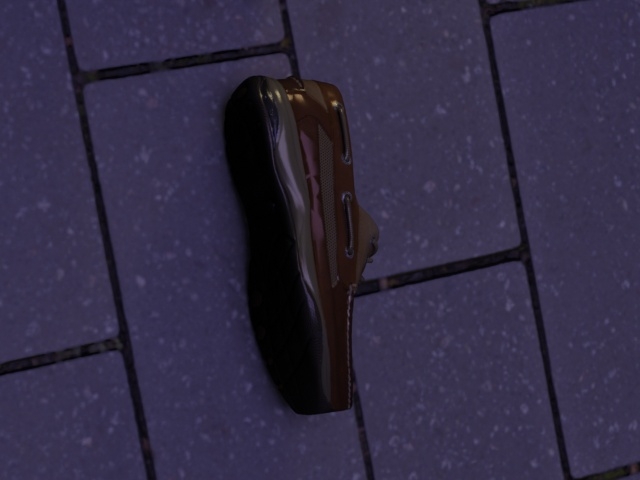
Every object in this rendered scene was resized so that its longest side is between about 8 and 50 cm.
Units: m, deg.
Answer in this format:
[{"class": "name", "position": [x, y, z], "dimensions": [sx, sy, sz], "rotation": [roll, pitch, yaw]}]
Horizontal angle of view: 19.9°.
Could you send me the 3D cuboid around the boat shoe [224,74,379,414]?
[{"class": "boat shoe", "position": [0.000, 0.000, 1.723], "dimensions": [0.120, 0.122, 0.324], "rotation": [-10, 93, -28]}]
